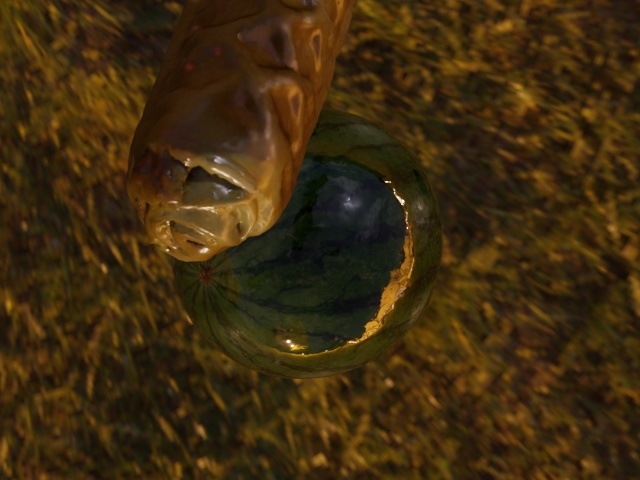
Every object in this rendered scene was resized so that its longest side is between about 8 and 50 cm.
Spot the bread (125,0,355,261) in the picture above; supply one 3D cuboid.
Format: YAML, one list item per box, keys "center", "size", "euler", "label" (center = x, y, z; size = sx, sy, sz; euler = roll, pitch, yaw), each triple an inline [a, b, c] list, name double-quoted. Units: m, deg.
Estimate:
- center: [-0.015, -0.130, 0.942]
  size: [0.084, 0.367, 0.077]
  euler: [-23, 122, 36]
  label: "bread"

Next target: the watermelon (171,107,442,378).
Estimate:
- center: [0.000, 0.000, 1.371]
  size: [0.215, 0.188, 0.188]
  euler: [-17, 106, -40]
  label: "watermelon"
